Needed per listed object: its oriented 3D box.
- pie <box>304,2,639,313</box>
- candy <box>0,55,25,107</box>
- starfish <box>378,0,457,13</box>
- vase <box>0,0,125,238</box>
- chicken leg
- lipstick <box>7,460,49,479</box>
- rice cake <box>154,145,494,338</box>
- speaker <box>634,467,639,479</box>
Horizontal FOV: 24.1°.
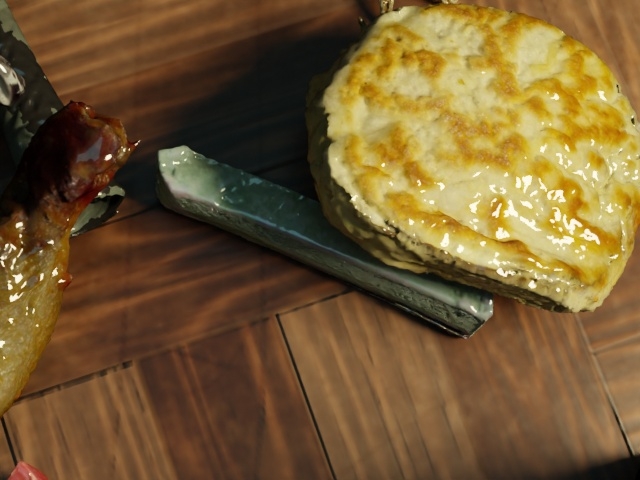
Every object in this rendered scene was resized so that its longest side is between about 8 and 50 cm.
[{"bbox_3d":[0.088,-0.045,0.841,0.205,0.084,0.179,15,58,-8],"label":"pie"},{"bbox_3d":[-0.272,-0.066,0.810,0.226,0.094,0.051,-12,84,10],"label":"candy"},{"bbox_3d":[0.055,-0.175,0.916,0.078,0.028,0.091,26,80,1],"label":"starfish"},{"bbox_3d":[-0.172,-0.084,0.861,0.059,0.059,0.167,-26,79,-10],"label":"vase"},{"bbox_3d":[-0.241,0.037,0.792,0.322,0.083,0.177,-12,110,-4],"label":"chicken leg"},{"bbox_3d":[-0.068,0.245,0.790,0.051,0.051,0.312,-41,80,-11],"label":"lipstick"},{"bbox_3d":[0.000,0.000,0.859,0.211,0.043,0.034,22,68,1],"label":"rice cake"},{"bbox_3d":[0.219,0.233,0.717,0.184,0.232,0.254,24,75,4],"label":"speaker"}]
